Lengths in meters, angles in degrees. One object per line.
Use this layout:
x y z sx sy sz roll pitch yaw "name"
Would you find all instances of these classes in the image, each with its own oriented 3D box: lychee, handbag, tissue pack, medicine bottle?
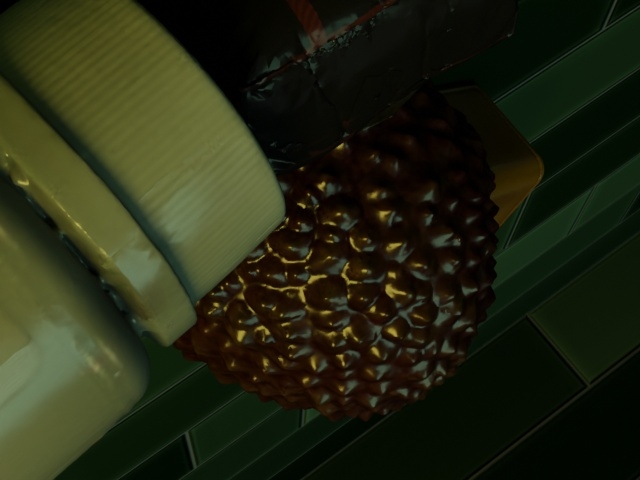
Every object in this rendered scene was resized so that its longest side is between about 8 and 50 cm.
0.000 0.000 0.940 0.330 0.306 0.306 5 139 -28 "lychee"
-0.004 -0.157 0.759 0.215 0.169 0.155 -33 147 -14 "handbag"
0.085 -0.045 1.236 0.274 0.145 0.194 -19 151 -48 "tissue pack"
-0.195 0.013 0.669 0.306 0.245 0.245 -42 163 -12 "medicine bottle"
